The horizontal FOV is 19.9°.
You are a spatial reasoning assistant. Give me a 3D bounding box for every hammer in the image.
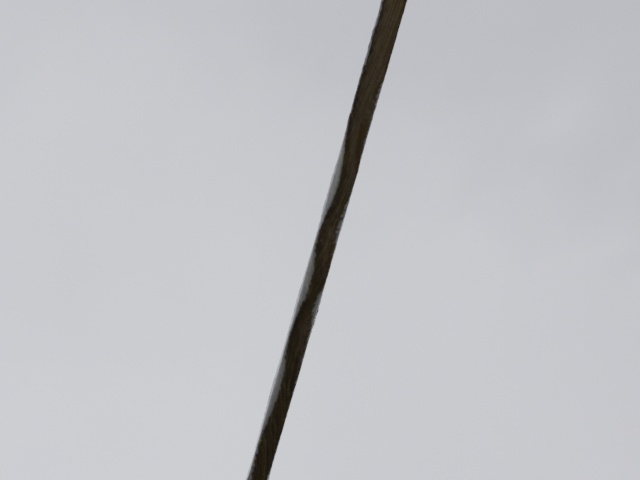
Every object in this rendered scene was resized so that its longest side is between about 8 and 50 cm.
[{"bbox_3d":[0.000,0.000,0.752,0.058,0.292,0.029,15,-165,-4],"label":"hammer"}]
